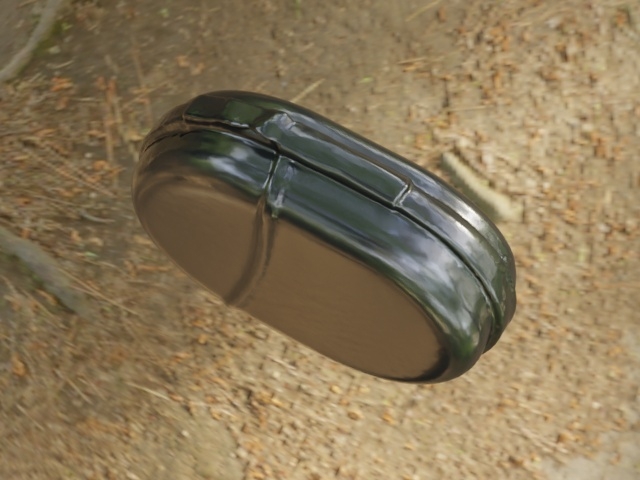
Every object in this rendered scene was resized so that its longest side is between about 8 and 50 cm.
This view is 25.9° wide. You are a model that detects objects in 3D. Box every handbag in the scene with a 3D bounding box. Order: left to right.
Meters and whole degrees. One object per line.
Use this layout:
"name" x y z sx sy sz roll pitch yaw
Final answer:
"handbag" 0.000 0.001 1.045 0.308 0.254 0.093 27 67 4
